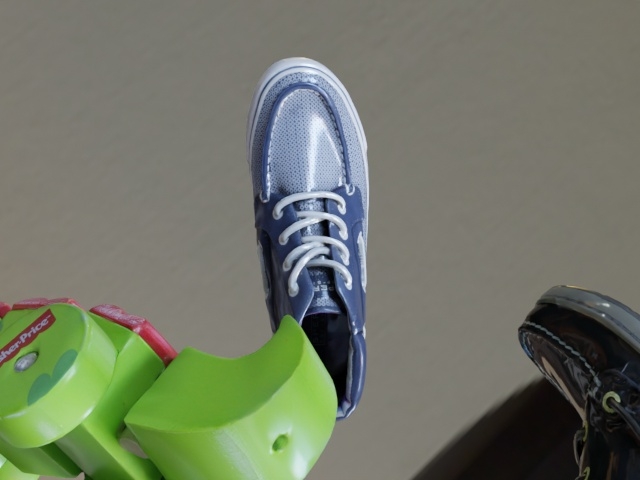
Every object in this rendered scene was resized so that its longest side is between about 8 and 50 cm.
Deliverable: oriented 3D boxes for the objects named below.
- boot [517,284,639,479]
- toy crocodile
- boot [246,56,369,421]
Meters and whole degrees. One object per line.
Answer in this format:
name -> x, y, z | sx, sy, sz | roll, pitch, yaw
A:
boot -> 0.114, 0.133, 0.788 | 0.236, 0.178, 0.085 | 46, -9, 48
toy crocodile -> -0.142, 0.073, 0.859 | 0.340, 0.105, 0.115 | 1, -40, 44
boot -> 0.000, 0.000, 0.947 | 0.086, 0.069, 0.190 | -113, -165, -72
